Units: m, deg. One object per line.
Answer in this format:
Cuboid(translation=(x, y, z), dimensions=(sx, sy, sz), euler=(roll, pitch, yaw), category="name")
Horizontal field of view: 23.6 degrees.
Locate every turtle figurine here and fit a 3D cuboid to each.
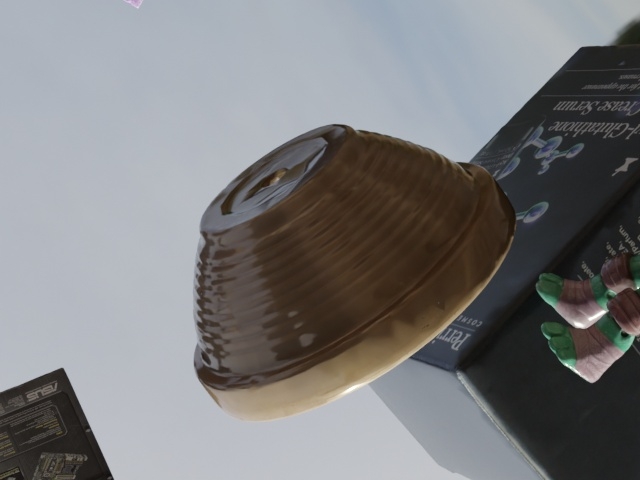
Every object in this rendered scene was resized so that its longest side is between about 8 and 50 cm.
Cuboid(translation=(0.258, -0.005, 1.064), dimensions=(0.118, 0.234, 0.175), euler=(49, -160, 1), category="turtle figurine")

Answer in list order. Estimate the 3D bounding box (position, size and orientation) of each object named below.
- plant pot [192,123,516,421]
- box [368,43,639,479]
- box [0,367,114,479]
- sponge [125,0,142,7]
Cuboid(translation=(0.000, 0.000, 1.000), dimensions=(0.109, 0.237, 0.237), euler=(56, -163, -19), category="plant pot")
Cuboid(translation=(0.241, 0.026, 1.360), dimensions=(0.212, 0.395, 0.293), euler=(49, 166, -19), category="box")
Cuboid(translation=(-0.347, 0.264, 1.647), dimensions=(0.183, 0.231, 0.056), euler=(63, 157, 11), category="box")
Cuboid(translation=(-0.135, -0.329, 1.438), dimensions=(0.031, 0.210, 0.117), euler=(27, -162, -16), category="sponge")
